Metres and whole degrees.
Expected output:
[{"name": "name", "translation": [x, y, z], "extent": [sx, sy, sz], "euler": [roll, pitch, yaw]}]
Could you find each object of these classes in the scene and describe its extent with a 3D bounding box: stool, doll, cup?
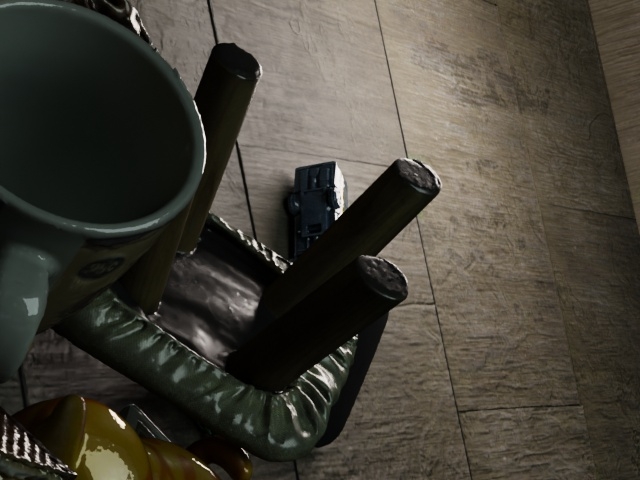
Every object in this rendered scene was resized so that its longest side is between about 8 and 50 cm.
[{"name": "stool", "translation": [-0.069, 0.008, 1.878], "extent": [0.310, 0.226, 0.310], "euler": [31, 30, -4]}, {"name": "doll", "translation": [-0.185, 0.233, 1.731], "extent": [0.269, 0.166, 0.162], "euler": [33, 38, -55]}, {"name": "cup", "translation": [-0.241, 0.000, 1.561], "extent": [0.227, 0.257, 0.301], "euler": [18, 47, -16]}]

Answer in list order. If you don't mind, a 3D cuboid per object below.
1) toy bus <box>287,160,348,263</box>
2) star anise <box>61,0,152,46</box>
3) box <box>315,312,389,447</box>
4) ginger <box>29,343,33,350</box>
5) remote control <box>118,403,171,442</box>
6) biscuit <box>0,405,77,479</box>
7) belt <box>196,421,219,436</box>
[{"name": "toy bus", "translation": [0.000, 0.000, 2.357], "extent": [0.075, 0.064, 0.190], "euler": [55, 30, -59]}, {"name": "star anise", "translation": [-0.258, -0.263, 1.939], "extent": [0.209, 0.089, 0.231], "euler": [9, 68, -51]}, {"name": "box", "translation": [0.001, 0.126, 2.244], "extent": [0.201, 0.042, 0.212], "euler": [37, 70, -55]}, {"name": "ginger", "translation": [-0.280, 0.057, 1.723], "extent": [0.288, 0.089, 0.075], "euler": [-70, 153, -46]}, {"name": "remote control", "translation": [-0.126, 0.291, 1.951], "extent": [0.293, 0.051, 0.103], "euler": [53, 33, -31]}, {"name": "biscuit", "translation": [-0.299, 0.135, 1.491], "extent": [0.070, 0.252, 0.106], "euler": [-56, 146, 3]}, {"name": "belt", "translation": [-0.082, 0.147, 2.035], "extent": [0.079, 0.121, 0.151], "euler": [-60, 148, -60]}]
